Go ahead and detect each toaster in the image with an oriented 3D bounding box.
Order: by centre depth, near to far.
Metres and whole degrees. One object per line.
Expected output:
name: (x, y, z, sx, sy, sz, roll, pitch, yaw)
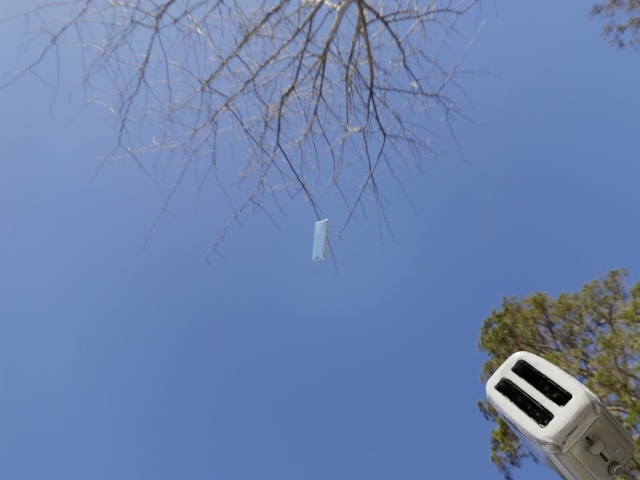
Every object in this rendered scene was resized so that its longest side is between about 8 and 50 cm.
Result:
toaster: (0.365, 0.274, 0.863, 0.129, 0.227, 0.146, -45, -60, -2)

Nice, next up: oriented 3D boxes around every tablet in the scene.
tablet: (0.000, 0.000, 1.134, 0.006, 0.054, 0.084, 11, -103, -27)
